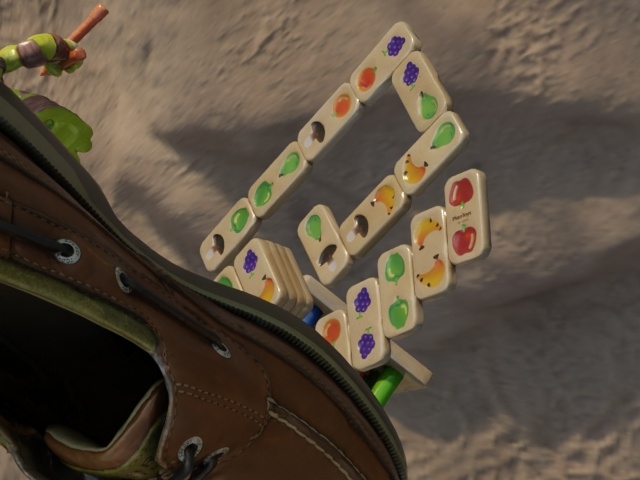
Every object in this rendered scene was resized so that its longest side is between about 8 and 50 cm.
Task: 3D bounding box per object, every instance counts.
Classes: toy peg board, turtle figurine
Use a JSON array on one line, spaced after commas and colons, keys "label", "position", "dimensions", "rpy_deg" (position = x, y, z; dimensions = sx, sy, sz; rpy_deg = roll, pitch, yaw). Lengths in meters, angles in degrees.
[{"label": "toy peg board", "position": [-0.001, 0.122, 1.536], "dimensions": [0.161, 0.161, 0.079], "rpy_deg": [39, 68, -12]}, {"label": "turtle figurine", "position": [-0.261, -0.114, 1.239], "dimensions": [0.269, 0.217, 0.087], "rpy_deg": [-28, 128, -17]}]

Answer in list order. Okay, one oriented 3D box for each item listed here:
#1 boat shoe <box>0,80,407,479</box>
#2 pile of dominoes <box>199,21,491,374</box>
[{"label": "boat shoe", "position": [-0.080, 0.062, 0.621], "dimensions": [0.111, 0.104, 0.307], "rpy_deg": [-39, 119, 22]}, {"label": "pile of dominoes", "position": [0.000, 0.000, 1.028], "dimensions": [0.040, 0.196, 0.251], "rpy_deg": [18, 124, -40]}]
